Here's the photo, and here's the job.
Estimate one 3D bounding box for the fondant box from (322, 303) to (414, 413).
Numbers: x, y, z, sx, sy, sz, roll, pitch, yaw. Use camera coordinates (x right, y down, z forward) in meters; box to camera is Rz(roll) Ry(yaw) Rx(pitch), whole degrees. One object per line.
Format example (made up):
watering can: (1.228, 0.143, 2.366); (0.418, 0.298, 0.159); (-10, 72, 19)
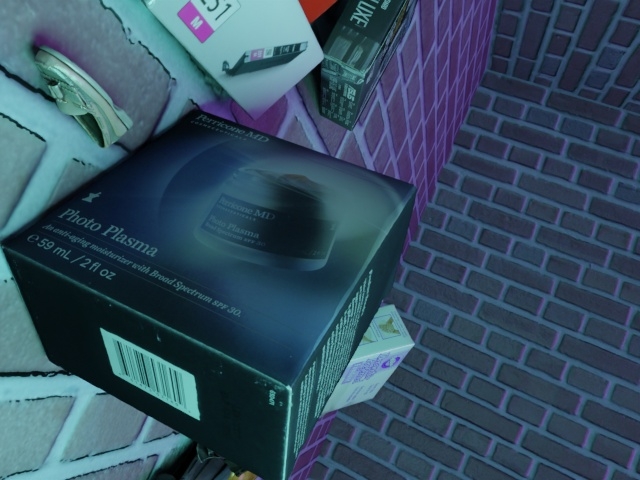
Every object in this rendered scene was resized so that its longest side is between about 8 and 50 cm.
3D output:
fondant box: (-0.017, 0.250, 1.030); (0.330, 0.096, 0.238); (-10, 144, -27)

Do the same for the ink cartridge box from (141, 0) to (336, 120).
ink cartridge box: (-0.045, -0.274, 0.590); (0.239, 0.060, 0.275); (-40, 164, 4)

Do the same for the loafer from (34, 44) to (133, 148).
loafer: (-0.206, -0.118, 0.475); (0.039, 0.045, 0.125); (-58, 166, -8)

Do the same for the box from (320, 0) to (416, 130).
box: (0.086, -0.339, 0.907); (0.243, 0.076, 0.307); (-62, 179, -4)

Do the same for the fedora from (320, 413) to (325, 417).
fedora: (-0.016, 0.376, 1.431); (0.275, 0.124, 0.243); (-57, 150, 3)

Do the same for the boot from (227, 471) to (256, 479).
boot: (-0.188, 0.575, 1.402); (0.211, 0.104, 0.295); (-61, 162, 1)

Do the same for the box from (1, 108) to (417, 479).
box: (-0.094, 0.031, 0.583); (0.294, 0.296, 0.183); (-53, 158, -44)

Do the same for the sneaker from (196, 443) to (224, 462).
sneaker: (-0.190, 0.400, 1.090); (0.051, 0.089, 0.170); (-43, 143, 8)

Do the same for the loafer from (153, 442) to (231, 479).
loafer: (-0.271, 0.449, 0.980); (0.109, 0.095, 0.302); (-26, 174, 18)

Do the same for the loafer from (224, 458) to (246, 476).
loafer: (-0.138, 0.452, 1.166); (0.096, 0.084, 0.267); (-36, 180, -41)
